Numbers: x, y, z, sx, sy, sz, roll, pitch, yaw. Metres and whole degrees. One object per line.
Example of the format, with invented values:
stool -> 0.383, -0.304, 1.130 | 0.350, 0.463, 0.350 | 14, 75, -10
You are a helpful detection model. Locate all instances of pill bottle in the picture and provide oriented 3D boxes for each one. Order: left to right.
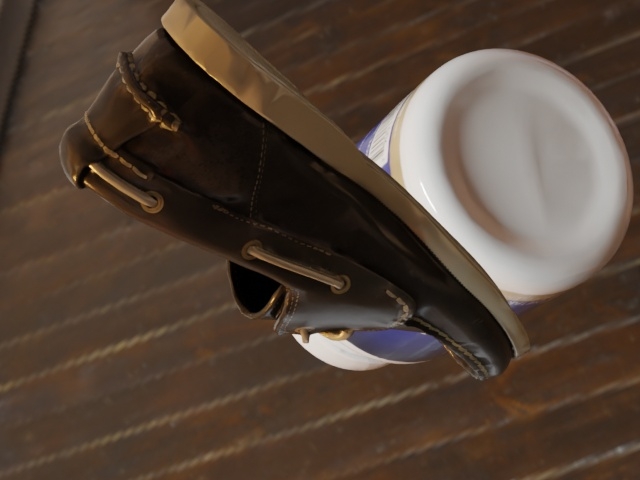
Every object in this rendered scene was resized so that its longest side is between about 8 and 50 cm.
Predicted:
pill bottle -> 0.071, -0.005, 0.903 | 0.153, 0.153, 0.264 | -54, 7, -28

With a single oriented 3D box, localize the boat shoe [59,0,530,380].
boat shoe -> 0.000, 0.000, 0.531 | 0.079, 0.233, 0.084 | -49, 42, 4
